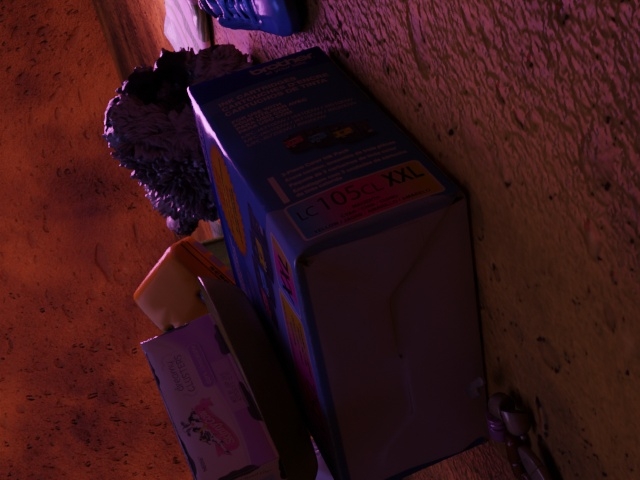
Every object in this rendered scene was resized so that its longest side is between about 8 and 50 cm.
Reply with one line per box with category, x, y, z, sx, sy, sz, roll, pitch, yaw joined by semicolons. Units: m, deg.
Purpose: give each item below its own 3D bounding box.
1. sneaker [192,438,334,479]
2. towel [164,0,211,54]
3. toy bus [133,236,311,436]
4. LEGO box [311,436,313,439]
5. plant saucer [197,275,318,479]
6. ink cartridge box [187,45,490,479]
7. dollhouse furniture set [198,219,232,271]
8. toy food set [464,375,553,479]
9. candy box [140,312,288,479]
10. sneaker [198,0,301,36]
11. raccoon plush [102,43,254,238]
sneaker;-0.072;0.382;1.526;0.366;0.137;0.210;-19;56;53
towel;-0.223;-0.370;1.778;0.325;0.038;0.248;90;158;-57
toy bus;-0.115;0.147;1.633;0.332;0.108;0.130;41;-162;4
LEGO box;-0.010;0.532;1.795;0.372;0.193;0.500;84;163;-49
plant saucer;-0.055;0.138;1.066;0.241;0.037;0.241;157;90;-81
ink cartridge box;0.000;0.000;1.044;0.395;0.151;0.270;-122;18;-55
dollhouse furniture set;-0.206;0.008;1.999;0.198;0.151;0.302;88;160;-55
toy food set;0.157;0.161;0.877;0.122;0.019;0.078;61;167;13
candy box;-0.077;0.188;0.974;0.196;0.070;0.165;76;167;-49
sneaker;-0.079;-0.248;1.186;0.209;0.082;0.069;-139;34;-66
raccoon plush;-0.125;-0.041;1.467;0.299;0.216;0.446;74;171;-53
